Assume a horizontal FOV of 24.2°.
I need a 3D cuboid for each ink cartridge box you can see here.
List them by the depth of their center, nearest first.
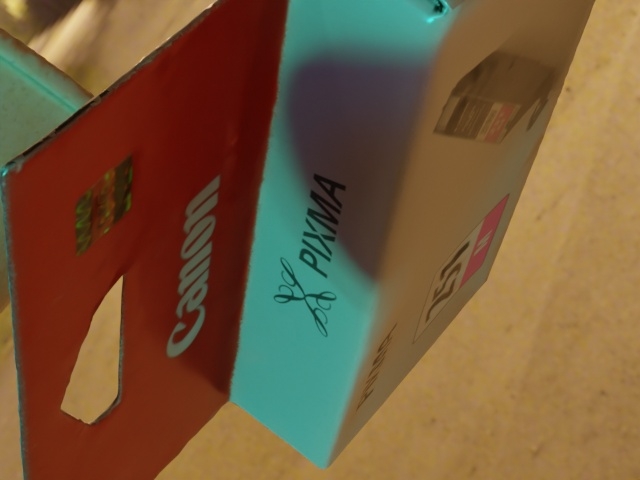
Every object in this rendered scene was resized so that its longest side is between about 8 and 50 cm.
[{"bbox_3d":[0.000,0.000,0.510,0.239,0.060,0.275,-47,-17,-32],"label":"ink cartridge box"}]

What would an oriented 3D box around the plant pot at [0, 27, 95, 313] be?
[{"bbox_3d":[-0.314,-0.006,0.869,0.305,0.334,0.334,-58,14,-7],"label":"plant pot"}]
